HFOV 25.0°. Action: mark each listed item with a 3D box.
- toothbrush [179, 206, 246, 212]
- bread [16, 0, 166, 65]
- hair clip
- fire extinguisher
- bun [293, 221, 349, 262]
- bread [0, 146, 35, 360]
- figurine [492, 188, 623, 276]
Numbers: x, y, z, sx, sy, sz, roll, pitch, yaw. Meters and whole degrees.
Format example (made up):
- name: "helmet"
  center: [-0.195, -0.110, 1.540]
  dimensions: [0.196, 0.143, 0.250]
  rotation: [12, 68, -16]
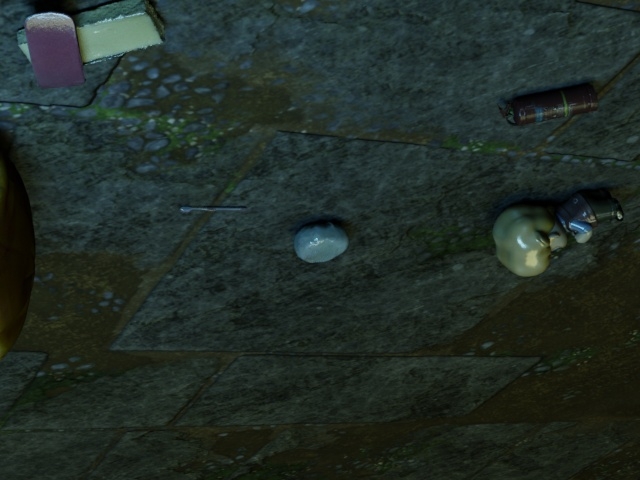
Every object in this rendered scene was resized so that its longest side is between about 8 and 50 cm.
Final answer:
- name: "toothbrush"
  center: [-0.148, -0.043, 1.993]
  dimensions: [0.097, 0.006, 0.008]
  rotation: [-1, 153, -23]
- name: "bread"
  center: [-0.250, -0.223, 1.569]
  dimensions: [0.153, 0.028, 0.068]
  rotation: [-15, 153, 6]
- name: "hair clip"
  center: [-0.284, -0.198, 1.550]
  dimensions: [0.054, 0.022, 0.137]
  rotation: [-4, 152, -5]
- name: "fire extinguisher"
  center: [0.296, -0.177, 1.899]
  dimensions: [0.132, 0.039, 0.056]
  rotation: [-12, 145, -3]
- name: "bun"
  center: [0.000, 0.000, 2.102]
  dimensions: [0.083, 0.045, 0.083]
  rotation: [-13, 155, -6]
- name: "bread"
  center: [-0.453, 0.012, 1.715]
  dimensions: [0.225, 0.250, 0.279]
  rotation: [-2, 158, -7]
- name: "figurine"
  center: [0.355, -0.019, 2.177]
  dimensions: [0.196, 0.114, 0.108]
  rotation: [-20, 131, -11]
